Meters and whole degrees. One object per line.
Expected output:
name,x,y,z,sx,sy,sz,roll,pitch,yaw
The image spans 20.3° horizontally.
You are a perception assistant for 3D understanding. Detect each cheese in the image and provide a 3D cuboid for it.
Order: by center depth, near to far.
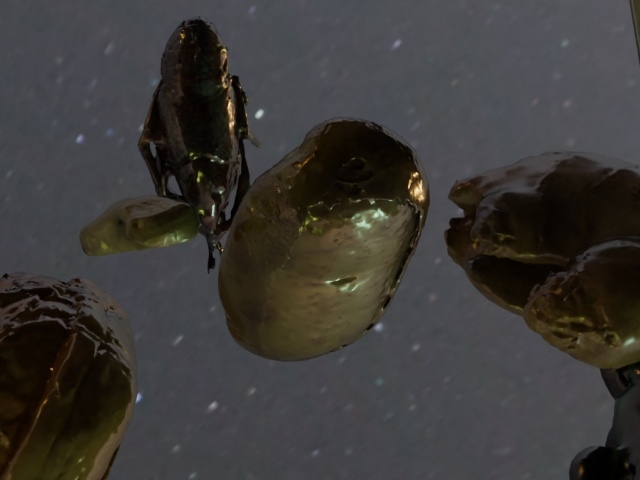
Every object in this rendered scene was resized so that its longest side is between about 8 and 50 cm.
cheese,-0.100,-0.008,0.967,0.044,0.083,0.030,-32,-73,-27

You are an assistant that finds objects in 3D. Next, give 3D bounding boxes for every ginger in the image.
ginger,0.259,0.012,1.241,0.236,0.376,0.166,11,-98,-47

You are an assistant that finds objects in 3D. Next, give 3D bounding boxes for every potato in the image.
potato,0.000,0.000,0.980,0.107,0.170,0.080,-2,-134,-17

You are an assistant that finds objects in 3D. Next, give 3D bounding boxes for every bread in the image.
bread,-0.201,0.123,1.217,0.120,0.236,0.198,27,-78,-16

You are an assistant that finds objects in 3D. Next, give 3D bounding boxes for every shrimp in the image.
shrimp,-0.081,-0.061,1.233,0.075,0.190,0.073,-4,-157,12

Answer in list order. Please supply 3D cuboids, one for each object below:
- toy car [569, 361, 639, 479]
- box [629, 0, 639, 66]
toy car,0.349,0.142,1.466,0.176,0.213,0.358,50,-139,-28
box,0.266,-0.146,1.098,0.073,0.139,0.194,-44,-55,-59
